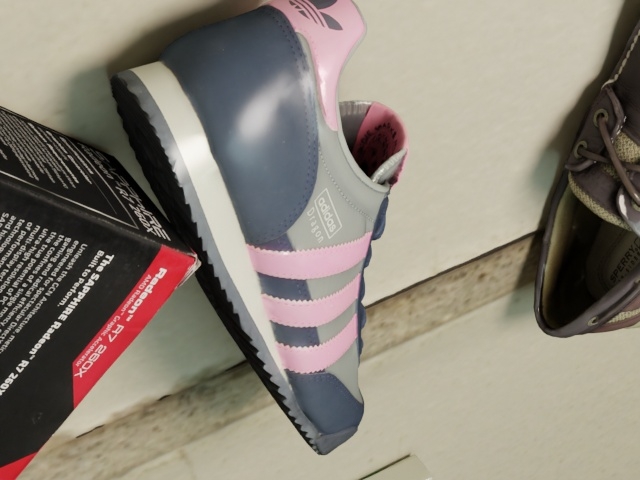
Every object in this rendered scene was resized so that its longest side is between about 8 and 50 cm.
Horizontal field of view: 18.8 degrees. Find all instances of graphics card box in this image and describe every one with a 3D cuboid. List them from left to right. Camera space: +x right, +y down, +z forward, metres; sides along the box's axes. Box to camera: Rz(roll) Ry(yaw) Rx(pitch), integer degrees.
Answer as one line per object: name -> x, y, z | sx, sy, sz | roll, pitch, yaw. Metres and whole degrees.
graphics card box -> -0.250, 0.021, 0.821 | 0.233, 0.094, 0.371 | -49, 145, 13

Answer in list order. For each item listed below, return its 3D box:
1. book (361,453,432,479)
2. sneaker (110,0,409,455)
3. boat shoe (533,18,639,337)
book -> 0.030, 0.221, 1.354 | 0.096, 0.035, 0.144 | -22, 141, -20
sneaker -> 0.000, 0.000, 1.015 | 0.131, 0.112, 0.319 | -31, 145, -8
boat shoe -> 0.194, -0.039, 1.167 | 0.092, 0.103, 0.285 | -25, 148, -29
